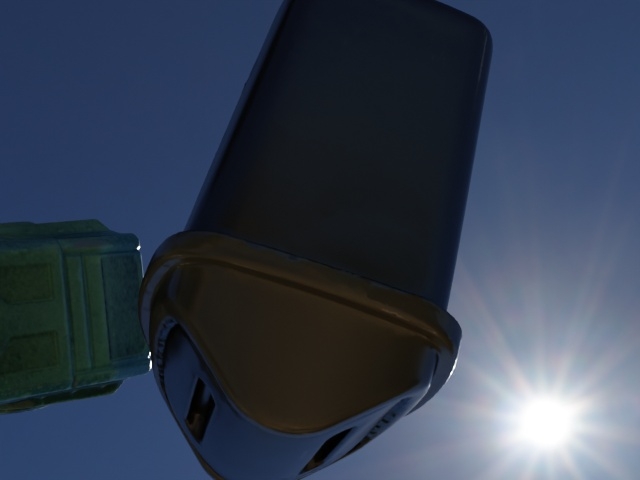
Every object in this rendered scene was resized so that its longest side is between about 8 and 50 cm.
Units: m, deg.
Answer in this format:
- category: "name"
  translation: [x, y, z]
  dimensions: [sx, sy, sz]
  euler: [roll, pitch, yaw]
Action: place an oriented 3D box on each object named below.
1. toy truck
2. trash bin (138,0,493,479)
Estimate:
- category: "toy truck"
  translation: [-0.266, 0.060, 0.746]
  dimensions: [0.156, 0.279, 0.155]
  euler: [-7, -92, 44]
- category: "trash bin"
  translation: [0.000, 0.000, 0.628]
  dimensions: [0.182, 0.290, 0.209]
  euler: [18, -26, -2]
